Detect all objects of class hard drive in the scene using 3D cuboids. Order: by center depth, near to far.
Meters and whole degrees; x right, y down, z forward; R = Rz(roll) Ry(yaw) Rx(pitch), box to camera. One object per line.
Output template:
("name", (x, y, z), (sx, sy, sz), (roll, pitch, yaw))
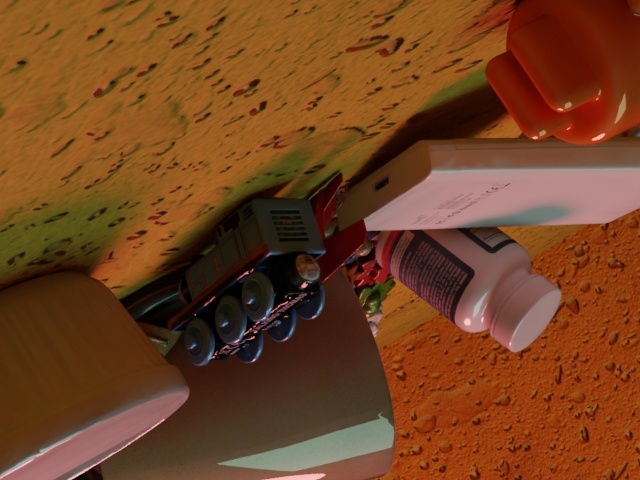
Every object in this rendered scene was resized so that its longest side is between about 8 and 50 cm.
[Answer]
("hard drive", (0.195, -0.053, 1.512), (0.307, 0.040, 0.203), (-3, 166, -25))

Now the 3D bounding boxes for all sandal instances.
("sandal", (-0.174, 0.088, 1.434), (0.219, 0.060, 0.090), (-25, 170, -32))

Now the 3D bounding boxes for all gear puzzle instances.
("gear puzzle", (0.028, 0.069, 1.783), (0.175, 0.044, 0.339), (-25, 155, -30))

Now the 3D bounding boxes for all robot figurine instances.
("robot figurine", (0.230, -0.152, 1.203), (0.219, 0.128, 0.158), (-26, 128, -29))

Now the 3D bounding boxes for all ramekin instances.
("ramekin", (-0.246, 0.131, 1.210), (0.273, 0.127, 0.273), (-30, 171, -5))

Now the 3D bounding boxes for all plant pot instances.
("plant pot", (-0.104, 0.155, 1.552), (0.274, 0.256, 0.256), (-17, 168, -18))

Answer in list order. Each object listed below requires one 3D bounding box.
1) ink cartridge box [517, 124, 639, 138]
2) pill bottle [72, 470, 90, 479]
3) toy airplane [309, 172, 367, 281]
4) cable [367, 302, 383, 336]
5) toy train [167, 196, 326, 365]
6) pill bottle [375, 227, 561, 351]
("ink cartridge box", (0.276, -0.131, 1.594), (0.143, 0.090, 0.092), (-29, 170, -9))
("pill bottle", (-0.259, 0.280, 1.667), (0.210, 0.210, 0.363), (-37, 180, 39))
("toy airplane", (0.000, 0.000, 1.408), (0.151, 0.028, 0.151), (-52, -160, 27))
("cable", (-0.037, 0.124, 2.020), (0.257, 0.089, 0.257), (-27, 170, -15))
("toy train", (-0.065, 0.039, 1.362), (0.080, 0.105, 0.184), (0, 154, -38))
("pill bottle", (0.155, 0.032, 1.631), (0.108, 0.180, 0.108), (-38, 151, -25))
